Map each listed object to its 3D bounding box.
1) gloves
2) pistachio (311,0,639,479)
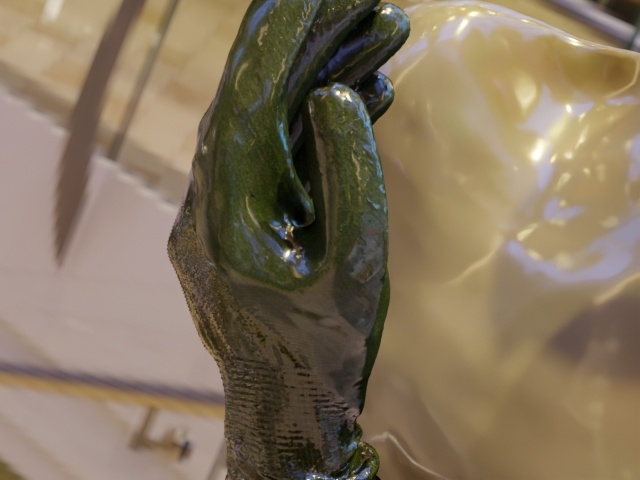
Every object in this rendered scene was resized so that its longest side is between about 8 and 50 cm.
[{"bbox_3d":[-0.013,0.005,0.880,0.107,0.268,0.135,-1,13,-25],"label":"gloves"},{"bbox_3d":[0.140,0.062,1.087,0.445,0.365,0.281,46,19,11],"label":"pistachio"}]
